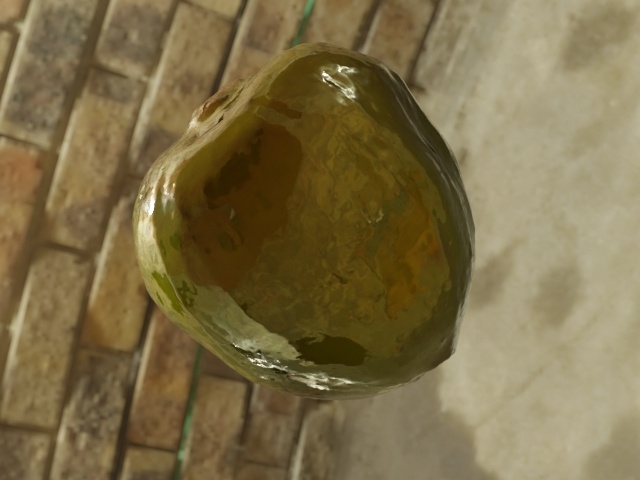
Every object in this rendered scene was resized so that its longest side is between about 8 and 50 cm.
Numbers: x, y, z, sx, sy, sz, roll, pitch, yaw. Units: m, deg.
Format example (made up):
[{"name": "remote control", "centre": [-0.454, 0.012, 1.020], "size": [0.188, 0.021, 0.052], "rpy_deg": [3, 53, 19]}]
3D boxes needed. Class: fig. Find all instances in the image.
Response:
[{"name": "fig", "centre": [-0.001, -0.003, 1.315], "size": [0.343, 0.343, 0.343], "rpy_deg": [-37, 45, 50]}]
